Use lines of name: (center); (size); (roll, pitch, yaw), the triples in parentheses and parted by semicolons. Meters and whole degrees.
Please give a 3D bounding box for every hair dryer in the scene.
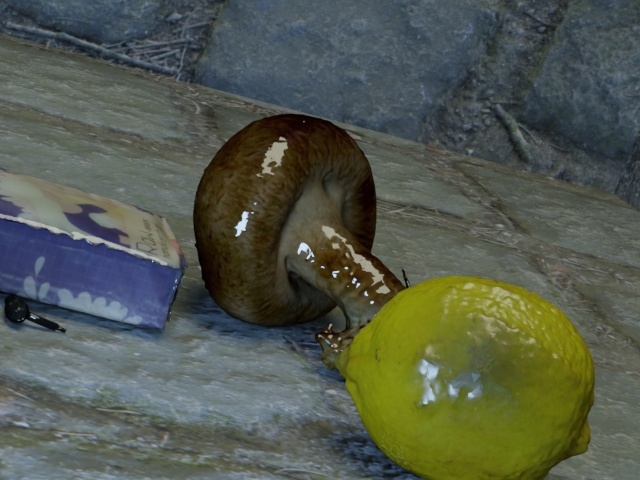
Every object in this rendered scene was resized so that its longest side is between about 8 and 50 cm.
hair dryer: (-0.362, 0.097, 2.096); (0.083, 0.031, 0.079); (28, 2, -20)

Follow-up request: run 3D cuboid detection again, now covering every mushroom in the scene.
mushroom: (-0.020, -0.003, 2.342); (0.331, 0.334, 0.356); (7, 9, -36)

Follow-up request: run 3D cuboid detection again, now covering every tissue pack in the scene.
tissue pack: (-0.360, 0.001, 2.224); (0.344, 0.125, 0.242); (15, 14, -17)

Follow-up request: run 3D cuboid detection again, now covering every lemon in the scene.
lemon: (0.180, 0.172, 2.015); (0.322, 0.268, 0.268); (22, 15, -2)
